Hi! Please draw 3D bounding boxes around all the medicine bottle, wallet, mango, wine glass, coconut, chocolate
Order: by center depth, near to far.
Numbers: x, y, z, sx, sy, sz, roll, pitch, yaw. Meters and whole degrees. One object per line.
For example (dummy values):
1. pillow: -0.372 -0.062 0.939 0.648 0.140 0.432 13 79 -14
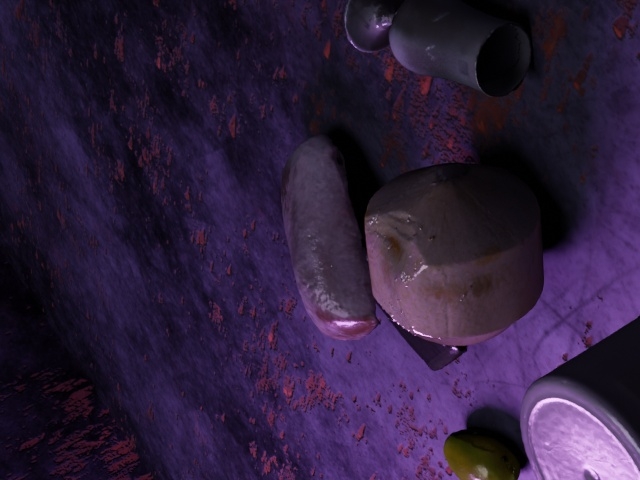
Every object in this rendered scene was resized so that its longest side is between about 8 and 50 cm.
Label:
1. medicine bottle: 0.371 0.200 1.600 0.238 0.232 0.238 44 150 33
2. wine glass: 0.137 -0.240 1.765 0.231 0.103 0.103 31 141 45
3. coconut: 0.160 0.004 1.846 0.241 0.241 0.241 44 150 34
4. chocolate: 0.000 0.000 2.196 0.185 0.100 0.303 122 138 -76
5. wallet: 0.118 0.080 2.203 0.245 0.052 0.168 56 158 7
6. mango: 0.228 0.326 2.204 0.165 0.074 0.091 2 118 63
